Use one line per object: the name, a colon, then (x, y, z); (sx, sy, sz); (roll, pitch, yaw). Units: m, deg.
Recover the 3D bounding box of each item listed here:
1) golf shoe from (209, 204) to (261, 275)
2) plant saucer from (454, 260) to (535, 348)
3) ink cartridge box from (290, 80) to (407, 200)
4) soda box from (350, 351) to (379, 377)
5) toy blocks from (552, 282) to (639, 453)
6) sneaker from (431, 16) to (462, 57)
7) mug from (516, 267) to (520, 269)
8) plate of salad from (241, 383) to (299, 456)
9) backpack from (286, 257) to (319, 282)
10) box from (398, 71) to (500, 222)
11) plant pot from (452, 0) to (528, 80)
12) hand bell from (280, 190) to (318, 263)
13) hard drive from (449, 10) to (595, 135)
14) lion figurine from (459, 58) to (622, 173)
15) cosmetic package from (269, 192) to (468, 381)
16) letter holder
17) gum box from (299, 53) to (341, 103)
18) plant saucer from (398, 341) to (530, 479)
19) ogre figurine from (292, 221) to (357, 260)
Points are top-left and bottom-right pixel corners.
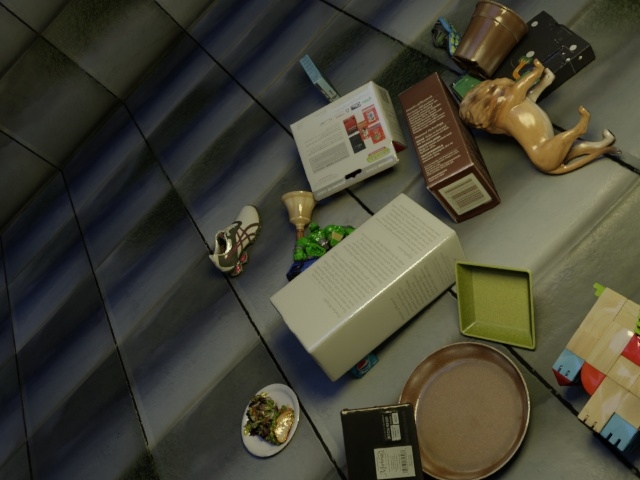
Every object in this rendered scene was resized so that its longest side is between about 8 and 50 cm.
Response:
golf shoe: (-0.284, -0.018, 2.134); (0.105, 0.120, 0.273); (-8, 55, 38)
plant saucer: (0.405, 0.137, 1.440); (0.188, 0.188, 0.045); (7, 22, 42)
ink cartridge box: (0.095, -0.295, 1.972); (0.309, 0.130, 0.272); (-23, 77, 27)
soda box: (0.064, 0.264, 1.679); (0.071, 0.067, 0.210); (-46, 42, 4)
toy blocks: (0.595, 0.275, 1.169); (0.381, 0.190, 0.261); (40, 101, 47)
sneaker: (0.409, -0.648, 2.050); (0.078, 0.067, 0.188); (-48, 39, 35)
mug: (0.435, 0.100, 1.487); (0.062, 0.064, 0.078); (10, 68, 44)
plate of salad: (-0.144, 0.482, 1.713); (0.200, 0.048, 0.200); (-21, 50, 28)
backpack: (-0.023, 0.098, 1.847); (0.120, 0.098, 0.101); (-11, 35, 37)
box: (0.344, -0.258, 1.723); (0.143, 0.191, 0.381); (-27, 47, 23)
plant pot: (0.465, -0.552, 1.771); (0.167, 0.167, 0.165); (37, 96, 48)
hand bell: (-0.063, -0.021, 1.984); (0.126, 0.126, 0.242); (-15, 66, 32)
hard drive: (0.561, -0.474, 1.789); (0.339, 0.064, 0.237); (-38, 44, 12)
lion figurine: (0.534, -0.285, 1.588); (0.240, 0.142, 0.392); (-46, 63, 26)
cosmetic package: (0.124, 0.112, 1.603); (0.453, 0.161, 0.230); (-38, 42, -6)
letter holder: (0.137, 0.509, 1.355); (0.152, 0.214, 0.302); (-7, 76, 1)
gum box: (0.008, -0.559, 2.242); (0.041, 0.157, 0.184); (-37, 43, 13)
plant saucer: (0.317, 0.379, 1.399); (0.310, 0.050, 0.311); (-22, 48, 27)
ogre figurine: (0.000, 0.000, 1.885); (0.197, 0.097, 0.118); (-43, 22, -6)
